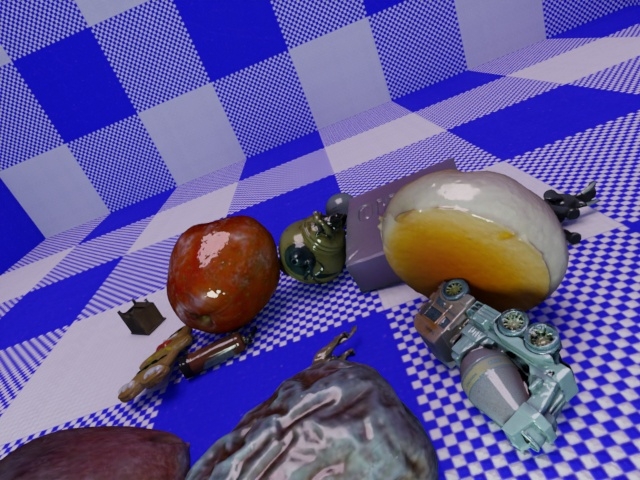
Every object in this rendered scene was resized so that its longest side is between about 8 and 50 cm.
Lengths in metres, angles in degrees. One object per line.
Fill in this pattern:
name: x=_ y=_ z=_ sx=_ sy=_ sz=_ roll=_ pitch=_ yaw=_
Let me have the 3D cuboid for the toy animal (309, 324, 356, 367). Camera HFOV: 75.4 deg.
toy animal: x=0.017 y=0.222 z=0.722 sx=0.086 sy=0.069 sz=0.220 roll=-12 pitch=23 yaw=43

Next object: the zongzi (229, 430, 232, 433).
zongzi: x=-0.096 y=0.323 z=0.656 sx=0.076 sy=0.040 sz=0.083 roll=-25 pitch=36 yaw=-19

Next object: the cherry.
cherry: x=-0.315 y=0.366 z=0.544 sx=0.307 sy=0.221 sz=0.261 roll=-22 pitch=30 yaw=-30

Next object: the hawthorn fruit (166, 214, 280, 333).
hawthorn fruit: x=-0.226 y=0.081 z=0.982 sx=0.284 sy=0.285 sz=0.284 roll=-18 pitch=25 yaw=9

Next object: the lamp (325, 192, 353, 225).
lamp: x=0.066 y=-0.094 z=1.262 sx=0.105 sy=0.105 sz=0.105 roll=-18 pitch=25 yaw=9

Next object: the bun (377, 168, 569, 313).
bun: x=0.251 y=-0.013 z=0.698 sx=0.298 sy=0.299 sz=0.165 roll=0 pitch=47 yaw=40

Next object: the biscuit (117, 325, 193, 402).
biscuit: x=-0.361 y=0.262 z=0.941 sx=0.158 sy=0.035 sz=0.240 roll=-32 pitch=14 yaw=13

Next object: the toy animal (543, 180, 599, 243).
toy animal: x=0.481 y=-0.052 z=0.855 sx=0.269 sy=0.082 sz=0.137 roll=-22 pitch=26 yaw=4

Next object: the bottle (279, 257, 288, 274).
bottle: x=-0.051 y=0.028 z=1.171 sx=0.060 sy=0.060 sz=0.164 roll=3 pitch=35 yaw=43

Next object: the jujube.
jujube: x=-0.019 y=0.283 z=0.476 sx=0.317 sy=0.226 sz=0.226 roll=-36 pitch=28 yaw=-15

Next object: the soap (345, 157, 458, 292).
soap: x=0.209 y=-0.038 z=0.969 sx=0.296 sy=0.107 sz=0.286 roll=-22 pitch=33 yaw=19

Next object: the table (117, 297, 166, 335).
table: x=-0.500 y=0.210 z=1.155 sx=0.083 sy=0.082 sz=0.070 roll=-4 pitch=31 yaw=33

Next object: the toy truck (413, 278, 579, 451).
toy truck: x=0.241 y=0.169 z=0.601 sx=0.140 sy=0.108 sz=0.256 roll=-42 pitch=31 yaw=-8

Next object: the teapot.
teapot: x=0.000 y=0.000 z=1.009 sx=0.269 sy=0.173 sz=0.183 roll=-41 pitch=-13 yaw=-47

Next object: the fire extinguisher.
fire extinguisher: x=-0.219 y=0.239 z=0.905 sx=0.177 sy=0.050 sz=0.062 roll=-25 pitch=15 yaw=-7
